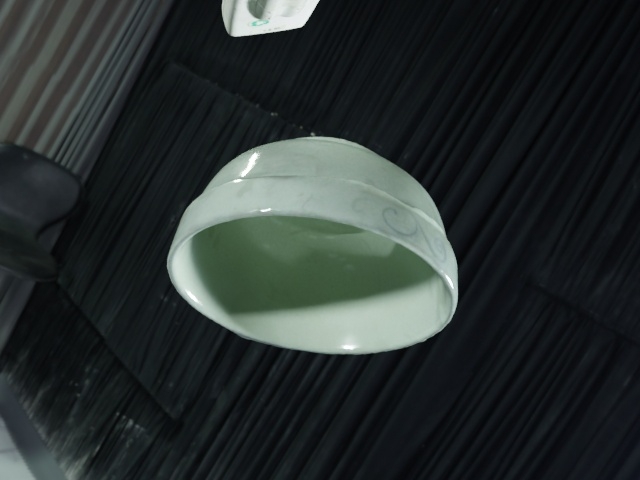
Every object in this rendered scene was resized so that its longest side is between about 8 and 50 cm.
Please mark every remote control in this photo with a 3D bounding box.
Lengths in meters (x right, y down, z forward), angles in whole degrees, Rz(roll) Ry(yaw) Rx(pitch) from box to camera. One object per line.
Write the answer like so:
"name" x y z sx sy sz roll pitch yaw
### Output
"remote control" -0.035 -0.228 0.520 0.090 0.049 0.230 -13 5 -11

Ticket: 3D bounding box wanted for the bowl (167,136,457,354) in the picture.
"bowl" 0.000 0.000 0.662 0.307 0.163 0.307 8 -30 5
